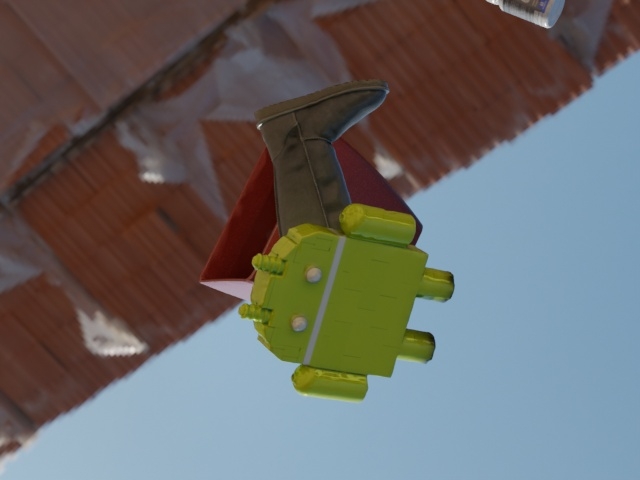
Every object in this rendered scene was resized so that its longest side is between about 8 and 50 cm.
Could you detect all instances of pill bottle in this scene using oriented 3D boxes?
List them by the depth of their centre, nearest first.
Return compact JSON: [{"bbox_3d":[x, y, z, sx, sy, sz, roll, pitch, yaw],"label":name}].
[{"bbox_3d":[0.387,-0.462,2.522,0.137,0.078,0.078,26,-122,21],"label":"pill bottle"}]

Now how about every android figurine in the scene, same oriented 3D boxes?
[{"bbox_3d":[0.030,0.075,1.617,0.056,0.273,0.248,35,-71,60],"label":"android figurine"}]

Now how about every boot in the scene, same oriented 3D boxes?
[{"bbox_3d":[0.020,-0.082,1.661,0.190,0.208,0.076,-18,171,10],"label":"boot"}]

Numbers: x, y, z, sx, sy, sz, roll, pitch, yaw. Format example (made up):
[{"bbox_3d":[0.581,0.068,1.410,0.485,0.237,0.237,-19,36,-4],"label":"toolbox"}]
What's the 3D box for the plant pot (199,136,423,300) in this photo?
[{"bbox_3d":[0.000,0.000,2.106,0.267,0.236,0.267,-65,-161,-11],"label":"plant pot"}]
